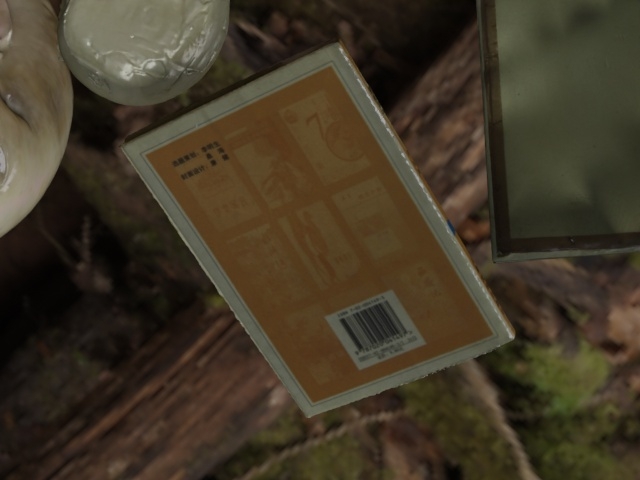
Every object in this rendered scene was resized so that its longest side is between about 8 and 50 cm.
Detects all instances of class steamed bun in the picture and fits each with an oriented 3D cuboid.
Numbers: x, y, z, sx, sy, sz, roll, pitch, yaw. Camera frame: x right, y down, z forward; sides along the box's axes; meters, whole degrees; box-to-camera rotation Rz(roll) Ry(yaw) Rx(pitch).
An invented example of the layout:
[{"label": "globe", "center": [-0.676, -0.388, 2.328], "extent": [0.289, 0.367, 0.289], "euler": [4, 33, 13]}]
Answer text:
[{"label": "steamed bun", "center": [-0.123, -0.157, 1.144], "extent": [0.130, 0.112, 0.091], "euler": [-62, 177, -6]}]

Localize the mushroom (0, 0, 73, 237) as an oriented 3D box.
[{"label": "mushroom", "center": [-0.375, -0.157, 1.281], "extent": [0.353, 0.325, 0.353], "euler": [7, 90, -77]}]

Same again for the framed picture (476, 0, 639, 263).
[{"label": "framed picture", "center": [0.196, -0.103, 1.128], "extent": [0.010, 0.173, 0.231], "euler": [10, 78, -70]}]

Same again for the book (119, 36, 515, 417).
[{"label": "book", "center": [0.000, 0.000, 1.056], "extent": [0.170, 0.018, 0.242], "euler": [-22, 113, 23]}]
